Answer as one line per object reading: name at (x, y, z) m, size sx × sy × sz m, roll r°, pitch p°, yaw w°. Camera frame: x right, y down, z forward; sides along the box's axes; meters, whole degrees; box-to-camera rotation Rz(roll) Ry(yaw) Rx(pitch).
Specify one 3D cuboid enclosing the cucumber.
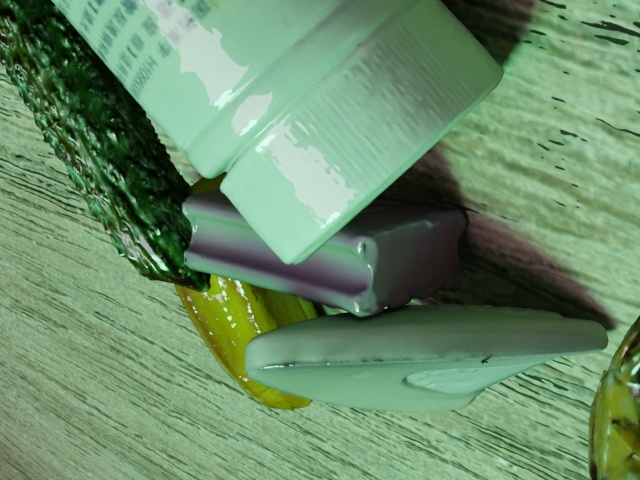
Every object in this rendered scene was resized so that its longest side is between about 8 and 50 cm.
cucumber at (-0.195, -0.107, 0.932) m, size 0.359 × 0.096 × 0.096 m, roll 61°, pitch 148°, yaw 1°

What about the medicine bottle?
medicine bottle at (-0.054, -0.161, 0.676) m, size 0.332 × 0.190 × 0.190 m, roll 50°, pitch 148°, yaw -4°

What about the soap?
soap at (0.000, 0.000, 0.851) m, size 0.203 × 0.122 × 0.065 m, roll 11°, pitch 108°, yaw 42°

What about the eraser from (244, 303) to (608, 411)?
eraser at (0.060, 0.083, 0.822) m, size 0.204 × 0.243 × 0.059 m, roll 141°, pitch 131°, yaw -58°

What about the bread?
bread at (-0.067, 0.055, 1.029) m, size 0.102 × 0.094 × 0.245 m, roll 1°, pitch 125°, yaw 45°

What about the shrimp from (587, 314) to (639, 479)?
shrimp at (0.231, 0.090, 0.612) m, size 0.178 × 0.075 × 0.289 m, roll 49°, pitch 131°, yaw 54°
